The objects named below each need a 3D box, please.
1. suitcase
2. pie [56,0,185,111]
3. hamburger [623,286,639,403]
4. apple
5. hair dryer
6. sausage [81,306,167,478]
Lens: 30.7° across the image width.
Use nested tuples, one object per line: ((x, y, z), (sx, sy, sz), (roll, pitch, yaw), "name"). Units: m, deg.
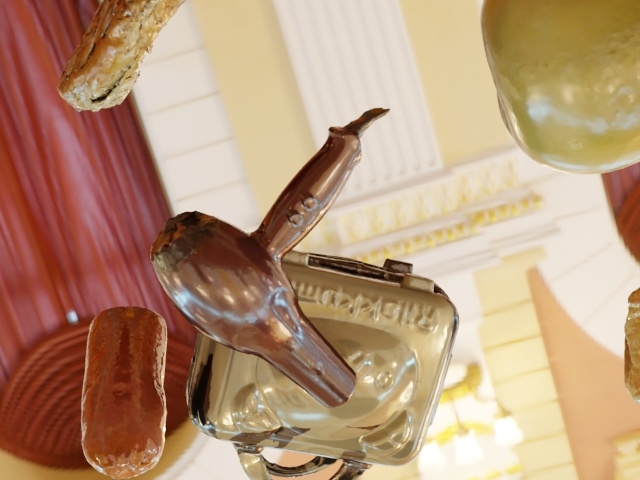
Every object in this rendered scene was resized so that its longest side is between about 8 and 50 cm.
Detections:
((0.000, 0.184, 1.573), (0.351, 0.339, 0.194), (13, -172, -18), "suitcase")
((-0.254, -0.288, 1.561), (0.308, 0.085, 0.308), (-48, -158, 27), "pie")
((0.623, 0.203, 2.142), (0.124, 0.262, 0.131), (7, 175, -30), "hamburger")
((0.327, -0.225, 1.397), (0.254, 0.292, 0.292), (-11, -163, 15), "apple")
((0.000, 0.000, 1.380), (0.340, 0.312, 0.123), (-51, -154, 0), "hair dryer")
((-0.264, 0.208, 1.574), (0.113, 0.114, 0.259), (-15, -137, 8), "sausage")
